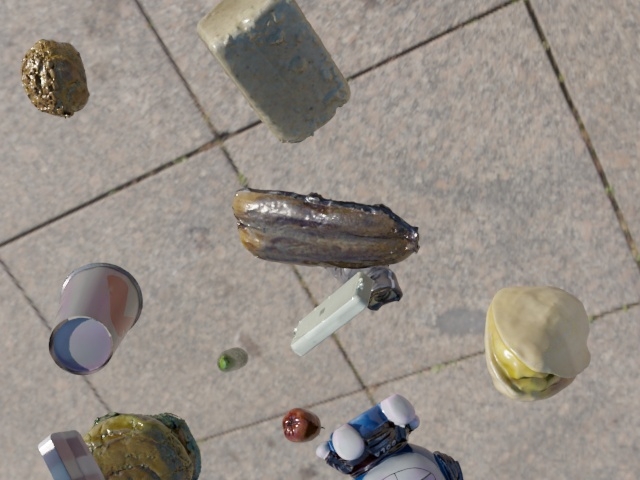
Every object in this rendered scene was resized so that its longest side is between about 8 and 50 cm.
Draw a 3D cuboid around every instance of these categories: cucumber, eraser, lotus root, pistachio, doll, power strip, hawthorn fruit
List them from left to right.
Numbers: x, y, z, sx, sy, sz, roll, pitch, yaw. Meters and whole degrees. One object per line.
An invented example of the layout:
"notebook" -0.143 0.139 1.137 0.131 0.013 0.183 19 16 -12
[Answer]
"eraser" -0.320 0.300 1.092 0.026 0.065 0.105 -39 70 11
"cucumber" -0.206 0.282 1.969 0.056 0.250 0.056 -1 85 7
"hawthorn fruit" -0.036 0.420 1.885 0.081 0.081 0.093 -36 139 28
"lotus root" 0.001 0.000 1.359 0.329 0.078 0.167 6 147 25
"power strip" 0.018 0.128 1.442 0.035 0.081 0.192 39 122 -15
"doll" 0.154 0.515 1.801 0.284 0.240 0.310 -30 81 -9
"pistachio" 0.269 0.130 1.073 0.145 0.200 0.117 44 130 16

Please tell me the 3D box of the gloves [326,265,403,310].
"gloves" 0.062 0.039 1.668 0.285 0.119 0.142 46 133 35

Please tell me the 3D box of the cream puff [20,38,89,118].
"cream puff" -0.485 -0.291 1.509 0.126 0.103 0.144 25 129 38

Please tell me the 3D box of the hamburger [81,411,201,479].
"hamburger" -0.418 0.508 1.866 0.285 0.134 0.265 -22 104 3

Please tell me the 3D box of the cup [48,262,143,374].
"cup" -0.508 0.183 1.864 0.203 0.288 0.203 -1 104 -5

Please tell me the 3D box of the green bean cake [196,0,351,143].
"green bean cake" -0.050 -0.205 0.965 0.109 0.085 0.179 -38 133 0
